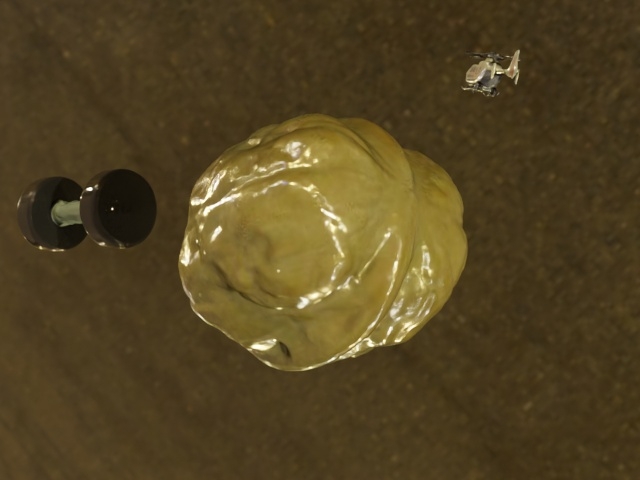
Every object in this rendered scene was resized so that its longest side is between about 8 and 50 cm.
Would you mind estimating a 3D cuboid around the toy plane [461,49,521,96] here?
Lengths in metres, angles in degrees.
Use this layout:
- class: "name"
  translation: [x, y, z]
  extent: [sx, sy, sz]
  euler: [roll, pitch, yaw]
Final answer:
- class: "toy plane"
  translation: [0.186, -0.183, 1.630]
  extent: [0.031, 0.049, 0.120]
  euler: [14, -178, -21]

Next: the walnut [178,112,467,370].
- class: "walnut"
  translation: [-0.002, -0.001, 1.560]
  extent: [0.282, 0.253, 0.277]
  euler: [42, 136, -21]

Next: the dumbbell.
- class: "dumbbell"
  translation: [-0.298, -0.037, 1.907]
  extent: [0.191, 0.100, 0.100]
  euler: [-2, 123, 50]
